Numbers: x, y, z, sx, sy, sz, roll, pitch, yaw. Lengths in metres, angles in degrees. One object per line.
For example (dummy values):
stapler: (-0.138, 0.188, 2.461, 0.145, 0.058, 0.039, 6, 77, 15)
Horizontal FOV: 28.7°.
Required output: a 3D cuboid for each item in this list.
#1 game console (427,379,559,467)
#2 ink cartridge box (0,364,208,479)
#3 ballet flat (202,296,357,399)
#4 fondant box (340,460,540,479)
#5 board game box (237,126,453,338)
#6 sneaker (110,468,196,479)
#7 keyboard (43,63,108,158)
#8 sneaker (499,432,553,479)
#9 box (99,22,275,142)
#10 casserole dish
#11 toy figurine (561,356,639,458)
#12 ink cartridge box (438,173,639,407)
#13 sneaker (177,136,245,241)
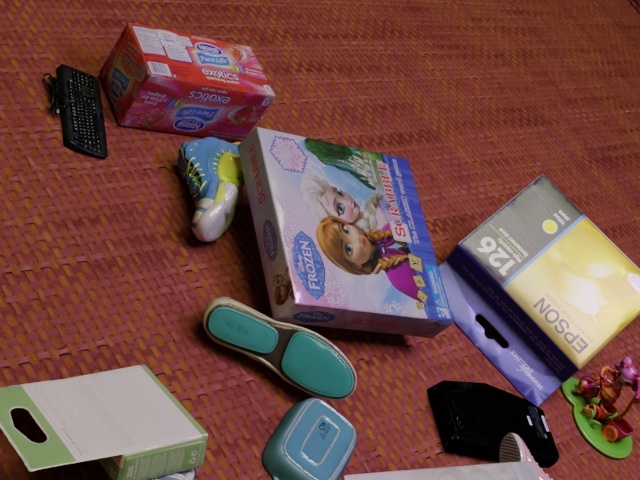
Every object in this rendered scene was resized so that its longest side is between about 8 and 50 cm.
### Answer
game console: (0.296, 0.374, 1.945, 0.213, 0.044, 0.361, 15, 41, -29)
ink cartridge box: (-0.279, 0.229, 1.521, 0.235, 0.056, 0.171, -8, 32, -36)
ballet flat: (-0.060, 0.154, 1.835, 0.248, 0.086, 0.086, 31, 36, -8)
fondant box: (0.188, 0.434, 1.702, 0.330, 0.096, 0.238, 1, 49, -30)
board game box: (0.040, -0.010, 1.997, 0.318, 0.066, 0.318, 8, 56, -36)
sneaker: (-0.224, 0.313, 1.505, 0.081, 0.080, 0.211, 45, 34, 3)
keyboard: (-0.384, -0.216, 1.984, 0.100, 0.038, 0.192, 14, 41, -31)
sneaker: (0.320, 0.358, 1.904, 0.070, 0.051, 0.134, 13, 46, -33)
box: (-0.223, -0.262, 2.105, 0.257, 0.122, 0.128, 4, 48, -40)
casserole dish: (-0.008, 0.290, 1.765, 0.114, 0.037, 0.188, 39, 34, -1)
toy figurine: (0.525, 0.264, 2.171, 0.130, 0.159, 0.173, -9, 56, -47)
ink cartridge box: (0.385, 0.081, 2.192, 0.307, 0.072, 0.303, -39, 78, -22)
sneaker: (-0.186, -0.088, 2.000, 0.126, 0.091, 0.240, 21, 36, 5)
